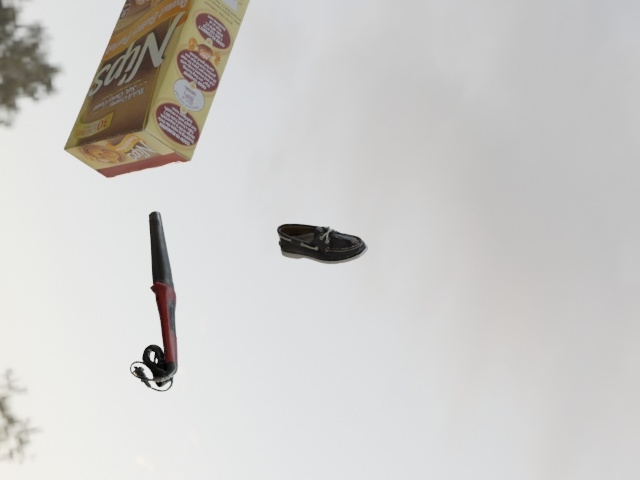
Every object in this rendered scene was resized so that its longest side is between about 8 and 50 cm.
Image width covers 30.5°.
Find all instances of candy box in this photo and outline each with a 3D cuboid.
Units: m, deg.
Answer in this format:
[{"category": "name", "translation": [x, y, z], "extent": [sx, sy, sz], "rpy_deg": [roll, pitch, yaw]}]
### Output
[{"category": "candy box", "translation": [-0.206, -0.246, 1.552], "extent": [0.183, 0.087, 0.316], "rpy_deg": [-7, -123, 45]}]

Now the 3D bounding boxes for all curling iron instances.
[{"category": "curling iron", "translation": [-0.228, 0.078, 1.615], "extent": [0.035, 0.068, 0.274], "rpy_deg": [58, 24, -60]}]

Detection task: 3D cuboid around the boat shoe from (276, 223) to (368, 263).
[{"category": "boat shoe", "translation": [0.000, 0.000, 1.431], "extent": [0.125, 0.046, 0.038], "rpy_deg": [7, -54, 38]}]
